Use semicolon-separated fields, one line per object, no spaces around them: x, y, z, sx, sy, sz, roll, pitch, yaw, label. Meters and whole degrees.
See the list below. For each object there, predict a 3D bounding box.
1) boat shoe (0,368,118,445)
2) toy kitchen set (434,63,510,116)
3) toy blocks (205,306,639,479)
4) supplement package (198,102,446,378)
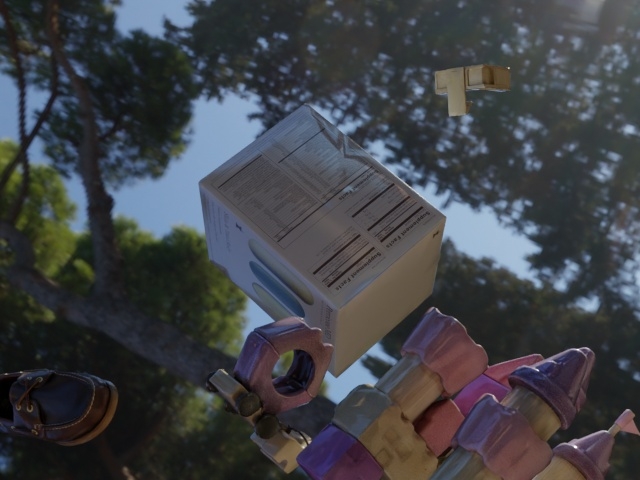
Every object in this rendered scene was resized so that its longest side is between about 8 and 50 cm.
-0.293;0.170;1.101;0.073;0.207;0.073;34;-123;-36;boat shoe
0.221;-0.214;1.541;0.075;0.083;0.068;-4;-88;-49;toy kitchen set
0.129;0.163;0.894;0.260;0.309;0.288;-44;-56;-14;toy blocks
0.000;0.000;1.430;0.198;0.263;0.199;-39;-24;-23;supplement package
